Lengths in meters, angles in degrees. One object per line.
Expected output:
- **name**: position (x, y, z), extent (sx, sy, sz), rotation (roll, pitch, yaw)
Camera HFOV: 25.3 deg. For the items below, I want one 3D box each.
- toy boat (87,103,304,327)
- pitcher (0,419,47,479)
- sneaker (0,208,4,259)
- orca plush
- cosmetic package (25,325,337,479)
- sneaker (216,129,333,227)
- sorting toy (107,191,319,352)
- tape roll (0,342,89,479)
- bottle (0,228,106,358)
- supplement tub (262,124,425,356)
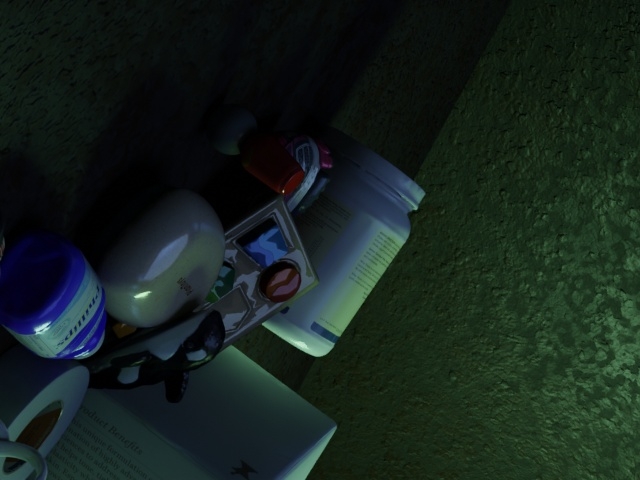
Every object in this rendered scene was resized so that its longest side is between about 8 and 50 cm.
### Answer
- **toy boat**: position (-0.173, -0.032, 1.827), extent (0.318, 0.148, 0.267), rotation (-45, 163, -12)
- **pitcher**: position (-0.410, 0.253, 1.513), extent (0.207, 0.178, 0.125), rotation (-43, 155, -49)
- **sneaker**: position (-0.393, 0.083, 1.324), extent (0.270, 0.090, 0.145), rotation (-50, 165, -38)
- **orca plush**: position (-0.230, 0.183, 1.894), extent (0.287, 0.102, 0.151), rotation (-25, -175, 17)
- **cosmetic package**: position (-0.245, 0.384, 2.175), extent (0.394, 0.329, 0.327), rotation (-59, 168, 24)
- **sneaker**: position (-0.109, -0.041, 2.130), extent (0.112, 0.121, 0.299), rotation (15, 114, -47)
- **sorting toy**: position (-0.149, 0.085, 2.078), extent (0.307, 0.041, 0.229), rotation (-34, 139, -12)
- **tape roll**: position (-0.389, 0.228, 1.798), extent (0.219, 0.072, 0.219), rotation (-51, 168, -15)
- **bottle**: position (-0.306, 0.077, 1.649), extent (0.118, 0.092, 0.283), rotation (-56, 169, -14)
- **supplement tub**: position (0.000, 0.000, 2.330), extent (0.325, 0.235, 0.235), rotation (-55, 169, -1)
